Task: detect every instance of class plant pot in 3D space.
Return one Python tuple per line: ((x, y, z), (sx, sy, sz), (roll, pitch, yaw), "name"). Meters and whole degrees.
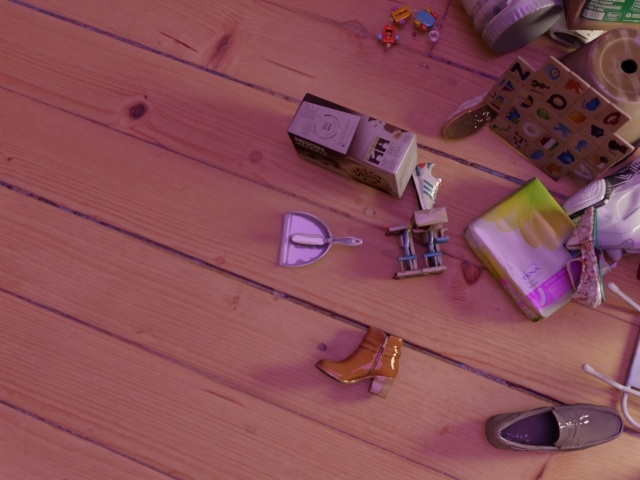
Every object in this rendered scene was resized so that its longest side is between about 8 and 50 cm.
((0.700, -0.366, 1.565), (0.323, 0.280, 0.323), (0, 77, 1), "plant pot")

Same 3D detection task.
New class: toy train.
((0.240, -0.578, 1.745), (0.166, 0.046, 0.125), (1, 79, 5), "toy train")

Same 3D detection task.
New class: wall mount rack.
((0.772, 0.259, 1.501), (0.304, 0.130, 0.350), (21, 78, 6), "wall mount rack")

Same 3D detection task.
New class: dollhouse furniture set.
((0.235, 0.012, 1.543), (0.128, 0.184, 0.129), (-9, 78, 0), "dollhouse furniture set")

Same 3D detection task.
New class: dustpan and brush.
((0.000, 0.000, 1.616), (0.211, 0.060, 0.147), (5, 78, 3), "dustpan and brush")

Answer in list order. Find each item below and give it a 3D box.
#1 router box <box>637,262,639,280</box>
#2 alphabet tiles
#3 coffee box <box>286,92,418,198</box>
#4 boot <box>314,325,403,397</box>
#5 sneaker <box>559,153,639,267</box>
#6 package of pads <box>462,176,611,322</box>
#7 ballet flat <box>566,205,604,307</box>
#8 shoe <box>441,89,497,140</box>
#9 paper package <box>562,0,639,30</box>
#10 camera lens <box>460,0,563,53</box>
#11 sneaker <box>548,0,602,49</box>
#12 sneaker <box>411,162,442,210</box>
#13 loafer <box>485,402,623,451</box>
((0.957, 0.077, 1.448), (0.335, 0.301, 0.082), (18, 78, 6), "router box")
((0.567, -0.286, 1.546), (0.342, 0.285, 0.011), (40, 61, 5), "alphabet tiles")
((0.083, -0.235, 1.588), (0.297, 0.168, 0.119), (24, 79, 16), "coffee box")
((0.097, 0.280, 1.549), (0.197, 0.073, 0.153), (21, 80, -6), "boot")
((0.795, -0.092, 1.579), (0.365, 0.137, 0.210), (-31, 80, 0), "sneaker")
((0.523, 0.027, 1.575), (0.229, 0.101, 0.297), (-35, 79, -7), "package of pads")
((0.611, 0.036, 1.482), (0.077, 0.091, 0.241), (-4, 71, 23), "ballet flat")
((0.408, -0.336, 1.684), (0.219, 0.077, 0.058), (-31, 35, -3), "shoe")
((0.780, -0.672, 1.575), (0.324, 0.168, 0.310), (5, 58, 4), "paper package")
((0.476, -0.663, 1.665), (0.219, 0.219, 0.274), (-23, 78, -3), "camera lens")
((0.761, -0.575, 1.704), (0.292, 0.108, 0.169), (13, 82, 12), "sneaker")
((0.282, -0.127, 1.637), (0.075, 0.057, 0.161), (-14, 75, 4), "sneaker")
((0.548, 0.439, 1.477), (0.319, 0.111, 0.112), (-8, 78, 0), "loafer")
